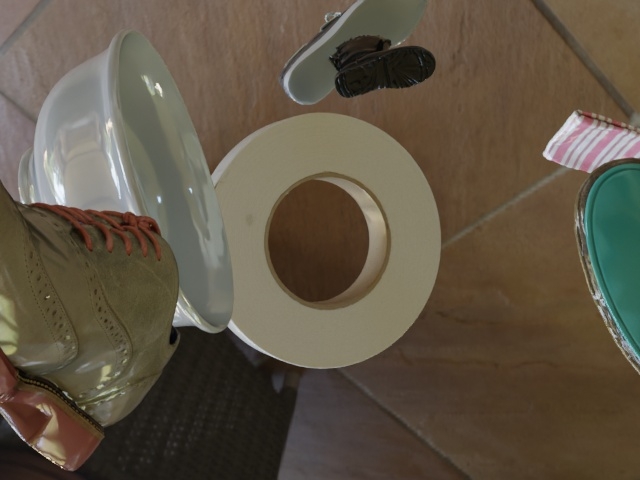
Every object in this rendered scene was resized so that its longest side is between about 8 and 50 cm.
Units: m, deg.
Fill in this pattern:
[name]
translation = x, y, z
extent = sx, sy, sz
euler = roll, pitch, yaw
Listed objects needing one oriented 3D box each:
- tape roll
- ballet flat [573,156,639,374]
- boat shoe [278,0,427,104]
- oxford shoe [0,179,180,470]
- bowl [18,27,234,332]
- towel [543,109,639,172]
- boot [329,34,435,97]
[tape roll]
translation = 0.000, 0.000, 1.343
extent = 0.392, 0.072, 0.392
euler = 0, 91, -21
[ballet flat]
translation = 0.307, 0.091, 0.650
extent = 0.116, 0.124, 0.342
euler = -40, 75, 12
[boat shoe]
translation = 0.054, -0.367, 1.593
extent = 0.306, 0.105, 0.113
euler = -43, 120, 4
[oxford shoe]
translation = -0.148, 0.012, 0.456
extent = 0.123, 0.130, 0.348
euler = 43, 160, 15
[bowl]
translation = -0.192, -0.040, 0.833
extent = 0.134, 0.298, 0.298
euler = -15, 124, 5
[towel]
translation = 0.502, -0.153, 1.518
extent = 0.197, 0.029, 0.144
euler = 18, 152, 0
[boot]
translation = 0.069, -0.204, 0.989
extent = 0.121, 0.099, 0.045
euler = -14, 120, 13
